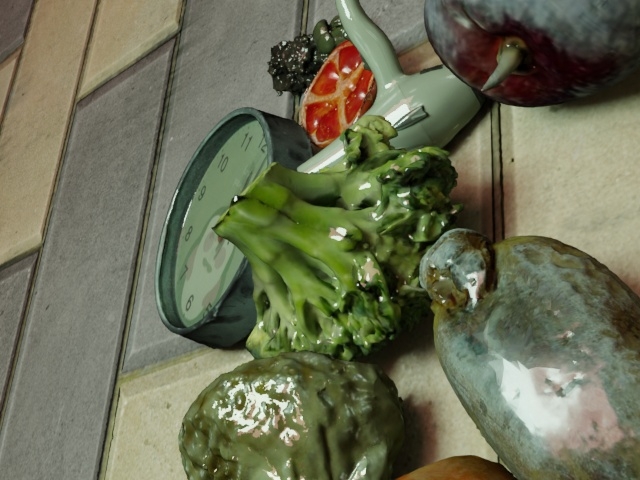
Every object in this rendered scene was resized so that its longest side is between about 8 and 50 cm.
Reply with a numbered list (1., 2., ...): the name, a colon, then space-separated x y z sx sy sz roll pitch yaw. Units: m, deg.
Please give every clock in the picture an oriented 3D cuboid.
1. clock: -0.119 -0.021 1.244 0.319 0.066 0.318 -38 42 43

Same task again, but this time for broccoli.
1. broccoli: 0.000 0.000 1.001 0.288 0.246 0.248 -57 23 -10

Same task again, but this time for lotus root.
1. lotus root: 0.205 0.122 0.769 0.175 0.175 0.349 -46 44 19

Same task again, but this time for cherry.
1. cherry: 0.222 -0.251 0.924 0.296 0.218 0.255 -68 14 -18

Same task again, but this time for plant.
1. plant: -0.005 -0.257 1.310 0.174 0.087 0.085 -24 80 44

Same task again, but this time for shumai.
1. shumai: -0.026 0.245 0.923 0.256 0.189 0.218 -45 39 28

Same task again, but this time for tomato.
1. tomato: 0.045 -0.176 1.203 0.156 0.069 0.155 -31 47 41

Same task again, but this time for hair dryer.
1. hair dryer: 0.025 -0.173 1.094 0.229 0.267 0.092 -49 -2 10

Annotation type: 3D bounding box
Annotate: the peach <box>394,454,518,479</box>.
1. peach: 0.095 0.285 0.758 0.214 0.214 0.235 13 62 51
